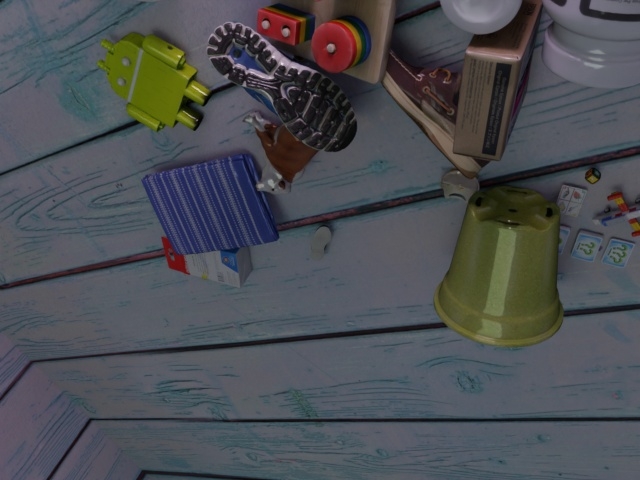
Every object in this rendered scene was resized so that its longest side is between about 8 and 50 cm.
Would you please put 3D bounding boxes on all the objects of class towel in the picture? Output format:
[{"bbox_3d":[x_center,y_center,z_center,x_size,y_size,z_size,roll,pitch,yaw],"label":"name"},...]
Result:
[{"bbox_3d":[-0.280,-0.086,1.750,0.336,0.040,0.243,-8,114,28],"label":"towel"}]

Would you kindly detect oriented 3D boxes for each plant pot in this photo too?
[{"bbox_3d":[0.384,0.036,1.424,0.276,0.276,0.253,12,124,18],"label":"plant pot"}]

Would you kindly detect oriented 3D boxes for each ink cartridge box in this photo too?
[{"bbox_3d":[-0.316,0.037,1.910,0.231,0.078,0.134,14,134,17],"label":"ink cartridge box"},{"bbox_3d":[0.300,-0.279,1.155,0.088,0.234,0.193,14,136,18],"label":"ink cartridge box"}]

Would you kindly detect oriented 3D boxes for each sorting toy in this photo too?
[{"bbox_3d":[0.297,-0.109,1.469,0.083,0.044,0.075,17,144,13],"label":"sorting toy"},{"bbox_3d":[0.002,-0.427,1.205,0.256,0.089,0.257,27,129,25],"label":"sorting toy"}]

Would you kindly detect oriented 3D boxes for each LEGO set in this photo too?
[{"bbox_3d":[0.560,-0.033,1.386,0.183,0.060,0.244,15,138,13],"label":"LEGO set"}]

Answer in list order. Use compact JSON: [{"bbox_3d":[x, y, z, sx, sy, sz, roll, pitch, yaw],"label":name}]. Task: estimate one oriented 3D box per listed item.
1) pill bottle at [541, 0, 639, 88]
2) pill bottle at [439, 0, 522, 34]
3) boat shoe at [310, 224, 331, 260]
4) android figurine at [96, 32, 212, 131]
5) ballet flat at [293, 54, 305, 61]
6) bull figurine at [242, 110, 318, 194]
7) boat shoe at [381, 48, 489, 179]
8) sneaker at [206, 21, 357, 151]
[{"bbox_3d":[0.431,-0.416,0.971,0.210,0.210,0.362,14,136,16],"label":"pill bottle"},{"bbox_3d":[0.266,-0.417,1.054,0.121,0.216,0.121,16,136,16],"label":"pill bottle"},{"bbox_3d":[0.000,0.000,1.735,0.046,0.038,0.125,6,137,-3],"label":"boat shoe"},{"bbox_3d":[-0.387,-0.365,1.578,0.273,0.056,0.248,31,138,-5],"label":"android figurine"},{"bbox_3d":[-0.012,-0.415,1.327,0.057,0.052,0.168,27,138,2],"label":"ballet flat"},{"bbox_3d":[-0.068,-0.230,1.499,0.188,0.101,0.310,45,131,-8],"label":"bull figurine"},{"bbox_3d":[0.219,-0.277,1.311,0.123,0.123,0.342,-41,95,15],"label":"boat shoe"},{"bbox_3d":[-0.064,-0.300,1.331,0.330,0.147,0.129,39,102,-11],"label":"sneaker"}]
